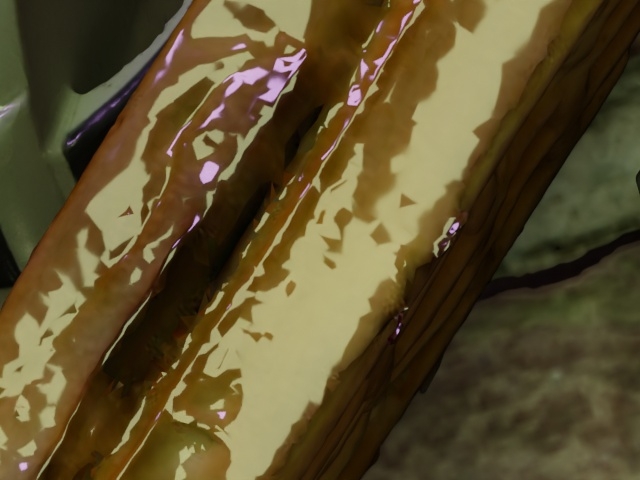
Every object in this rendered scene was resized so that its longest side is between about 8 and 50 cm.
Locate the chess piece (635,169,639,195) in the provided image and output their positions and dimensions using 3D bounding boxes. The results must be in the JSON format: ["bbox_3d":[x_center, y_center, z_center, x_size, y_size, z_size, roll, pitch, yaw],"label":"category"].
[{"bbox_3d":[0.233,0.001,0.513,0.243,0.133,0.133,-16,69,0],"label":"chess piece"}]

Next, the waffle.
[{"bbox_3d":[0.000,0.000,0.505,0.098,0.224,0.327,32,81,11],"label":"waffle"}]

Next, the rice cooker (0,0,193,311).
[{"bbox_3d":[-0.146,-0.070,0.560,0.244,0.226,0.226,-3,72,11],"label":"rice cooker"}]
